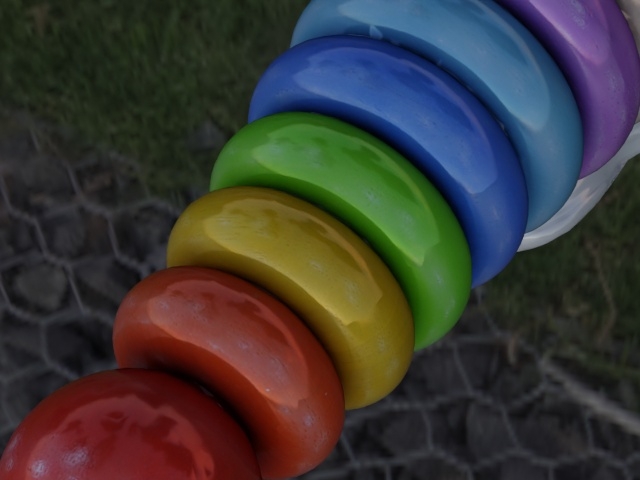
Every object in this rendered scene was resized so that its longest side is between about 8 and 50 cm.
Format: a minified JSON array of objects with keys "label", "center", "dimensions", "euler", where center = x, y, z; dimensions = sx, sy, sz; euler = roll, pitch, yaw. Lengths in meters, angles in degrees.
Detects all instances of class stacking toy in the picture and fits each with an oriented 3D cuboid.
[{"label":"stacking toy","center":[0.000,0.000,0.709],"dimensions":[0.141,0.141,0.330],"euler":[29,58,17]}]

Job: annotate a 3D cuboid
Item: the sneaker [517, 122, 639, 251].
[{"label":"sneaker","center":[0.142,-0.085,1.106],"dimensions":[0.094,0.080,0.212],"euler":[59,42,-15]}]
